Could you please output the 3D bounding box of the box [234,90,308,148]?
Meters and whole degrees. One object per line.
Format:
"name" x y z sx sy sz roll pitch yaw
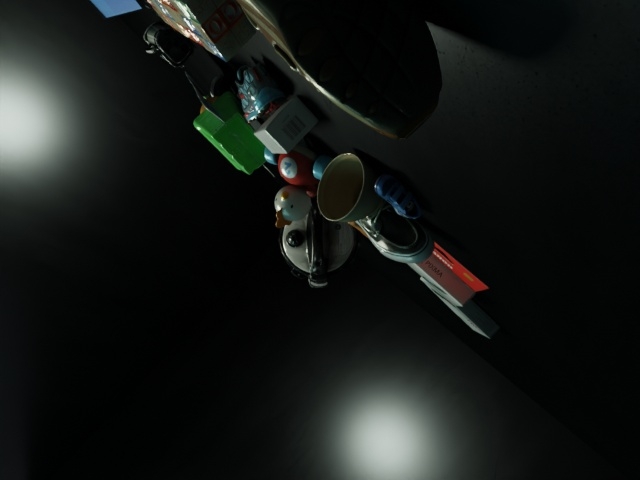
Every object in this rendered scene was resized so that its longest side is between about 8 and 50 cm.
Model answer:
"box" -0.152 -0.375 1.295 0.231 0.056 0.183 43 178 17

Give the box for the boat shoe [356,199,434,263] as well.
"boat shoe" 0.149 -0.059 1.047 0.335 0.121 0.119 41 174 44

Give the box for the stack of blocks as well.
"stack of blocks" -0.274 -0.489 0.788 0.297 0.087 0.171 42 178 33

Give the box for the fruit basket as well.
"fruit basket" -0.293 -0.391 1.332 0.327 0.165 0.353 46 -169 -44

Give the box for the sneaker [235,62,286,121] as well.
"sneaker" -0.159 -0.385 1.025 0.125 0.104 0.262 62 168 -18

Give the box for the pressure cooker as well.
"pressure cooker" -0.006 0.002 1.878 0.370 0.375 0.420 46 179 5

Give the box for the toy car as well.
"toy car" -0.080 -0.149 1.227 0.219 0.237 0.210 22 172 25

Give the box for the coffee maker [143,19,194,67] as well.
"coffee maker" -0.526 -0.695 1.447 0.171 0.120 0.178 13 -158 -43

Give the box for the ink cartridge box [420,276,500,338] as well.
"ink cartridge box" 0.465 0.208 1.422 0.275 0.060 0.239 43 177 -4

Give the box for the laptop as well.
"laptop" -0.584 -0.704 1.190 0.264 0.136 0.234 43 179 9

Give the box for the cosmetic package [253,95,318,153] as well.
"cosmetic package" -0.097 -0.295 1.052 0.085 0.117 0.231 45 176 -21

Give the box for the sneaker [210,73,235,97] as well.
"sneaker" -0.306 -0.498 1.473 0.163 0.086 0.226 34 168 10

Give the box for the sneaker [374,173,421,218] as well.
"sneaker" 0.173 -0.094 0.876 0.144 0.053 0.059 34 -175 -40

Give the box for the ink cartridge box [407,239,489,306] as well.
"ink cartridge box" 0.322 0.068 1.177 0.296 0.066 0.261 43 179 12

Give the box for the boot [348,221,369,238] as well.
"boot" 0.187 -0.042 1.512 0.152 0.073 0.197 44 -170 14

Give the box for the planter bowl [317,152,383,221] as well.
"planter bowl" 0.084 -0.115 0.969 0.109 0.162 0.162 14 -162 -38

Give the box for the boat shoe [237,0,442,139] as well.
"boat shoe" 0.002 -0.238 0.440 0.324 0.123 0.120 51 -175 12
